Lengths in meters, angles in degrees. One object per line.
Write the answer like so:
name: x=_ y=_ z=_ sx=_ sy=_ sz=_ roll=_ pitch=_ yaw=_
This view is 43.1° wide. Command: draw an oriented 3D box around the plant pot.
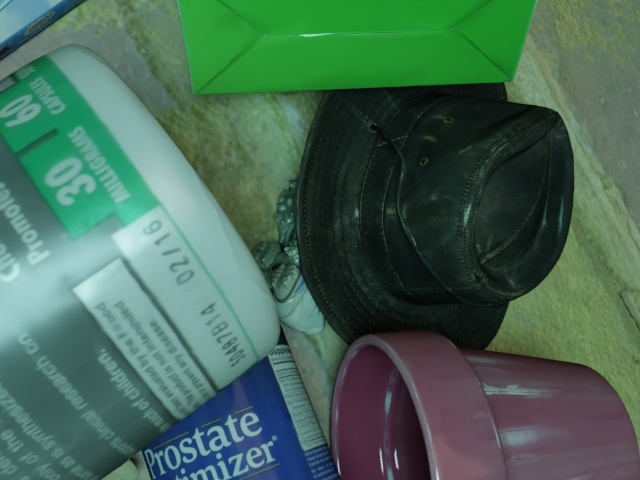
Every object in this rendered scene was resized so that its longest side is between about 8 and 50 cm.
plant pot: x=0.123 y=0.163 z=0.606 sx=0.180 sy=0.201 sz=0.201 roll=-3 pitch=76 yaw=-19

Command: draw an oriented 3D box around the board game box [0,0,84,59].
board game box: x=-0.252 y=-0.250 z=0.644 sx=0.160 sy=0.039 sz=0.211 roll=46 pitch=59 yaw=-9

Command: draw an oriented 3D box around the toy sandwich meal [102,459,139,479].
toy sandwich meal: x=-0.161 y=0.181 z=0.560 sx=0.086 sy=0.029 sz=0.085 roll=9 pitch=70 yaw=-26

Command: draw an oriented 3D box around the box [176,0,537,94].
box: x=0.019 y=-0.247 z=0.653 sx=0.262 sy=0.126 sz=0.231 roll=-4 pitch=55 yaw=-4

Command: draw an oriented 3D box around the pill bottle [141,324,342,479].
pill bottle: x=-0.068 y=0.123 z=0.569 sx=0.123 sy=0.123 sz=0.219 roll=-14 pitch=73 yaw=-32

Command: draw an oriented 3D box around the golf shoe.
golf shoe: x=0.000 y=0.000 z=0.701 sx=0.086 sy=0.069 sz=0.176 roll=50 pitch=54 yaw=-35

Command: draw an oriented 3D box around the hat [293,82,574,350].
hat: x=0.133 y=-0.044 z=0.690 sx=0.331 sy=0.134 sz=0.331 roll=6 pitch=81 yaw=-41

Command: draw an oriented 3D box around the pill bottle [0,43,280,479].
pill bottle: x=-0.218 y=0.076 z=0.414 sx=0.361 sy=0.204 sz=0.204 roll=-36 pitch=93 yaw=-13
